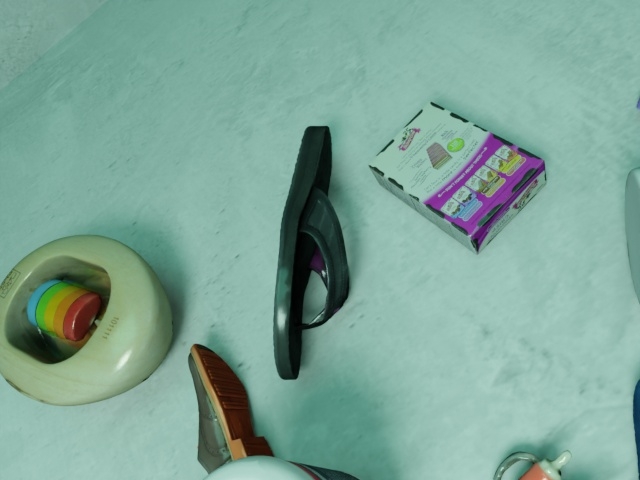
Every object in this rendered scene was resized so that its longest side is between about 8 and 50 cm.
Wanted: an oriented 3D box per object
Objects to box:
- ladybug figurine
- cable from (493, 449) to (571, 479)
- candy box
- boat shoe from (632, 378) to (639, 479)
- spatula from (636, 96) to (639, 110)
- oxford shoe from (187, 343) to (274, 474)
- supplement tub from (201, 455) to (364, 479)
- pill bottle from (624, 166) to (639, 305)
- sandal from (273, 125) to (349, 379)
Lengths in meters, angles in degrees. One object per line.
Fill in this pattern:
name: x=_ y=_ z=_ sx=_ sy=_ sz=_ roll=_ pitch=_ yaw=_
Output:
ladybug figurine: x=-0.444 y=0.147 z=0.923 sx=0.448 sy=0.162 sz=0.305 roll=15 pitch=71 yaw=32
cable: x=0.189 y=0.344 z=0.546 sx=0.287 sy=0.072 sz=0.140 roll=-36 pitch=47 yaw=4
candy box: x=0.213 y=-0.108 z=0.791 sx=0.159 sy=0.071 sz=0.233 roll=-45 pitch=53 yaw=-2
boat shoe: x=0.371 y=0.261 z=0.481 sx=0.088 sy=0.109 sz=0.259 roll=1 pitch=65 yaw=23
spatula: x=0.562 y=-0.301 z=0.749 sx=0.084 sy=0.030 sz=0.297 roll=15 pitch=70 yaw=32
oxford shoe: x=-0.162 y=0.280 z=0.748 sx=0.098 sy=0.097 sz=0.271 roll=-41 pitch=52 yaw=8
supplement tub: x=-0.018 y=0.345 z=0.523 sx=0.191 sy=0.272 sz=0.191 roll=-12 pitch=58 yaw=21
pill bottle: x=0.530 y=-0.014 z=0.494 sx=0.360 sy=0.204 sz=0.204 roll=-6 pitch=60 yaw=25
sandal: x=0.000 y=-0.002 z=0.792 sx=0.106 sy=0.168 sz=0.446 roll=4 pitch=64 yaw=9
